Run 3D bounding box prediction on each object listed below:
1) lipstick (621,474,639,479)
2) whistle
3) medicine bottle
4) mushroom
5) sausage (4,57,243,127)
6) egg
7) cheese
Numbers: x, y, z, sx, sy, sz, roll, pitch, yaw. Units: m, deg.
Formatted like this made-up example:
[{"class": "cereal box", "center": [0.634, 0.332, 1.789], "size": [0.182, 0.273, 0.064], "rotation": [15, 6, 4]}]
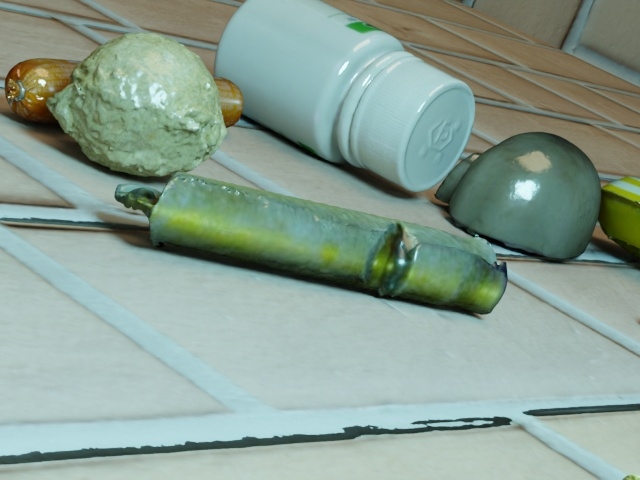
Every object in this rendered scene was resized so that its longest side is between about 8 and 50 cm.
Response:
[{"class": "lipstick", "center": [0.239, 0.164, 1.102], "size": [0.116, 0.037, 0.037], "rotation": [15, 14, -9]}, {"class": "whistle", "center": [0.000, 0.001, 1.309], "size": [0.326, 0.057, 0.068], "rotation": [12, 5, -35]}, {"class": "medicine bottle", "center": [0.024, -0.146, 1.745], "size": [0.237, 0.139, 0.139], "rotation": [28, 14, 30]}, {"class": "mushroom", "center": [0.205, -0.048, 1.744], "size": [0.141, 0.117, 0.188], "rotation": [40, 15, 21]}, {"class": "sausage", "center": [-0.161, -0.123, 1.546], "size": [0.053, 0.053, 0.348], "rotation": [28, 14, 24]}, {"class": "egg", "center": [-0.137, -0.102, 1.396], "size": [0.140, 0.118, 0.116], "rotation": [20, 53, -48]}, {"class": "cheese", "center": [0.315, -0.028, 1.845], "size": [0.270, 0.069, 0.177], "rotation": [29, -2, 22]}]
